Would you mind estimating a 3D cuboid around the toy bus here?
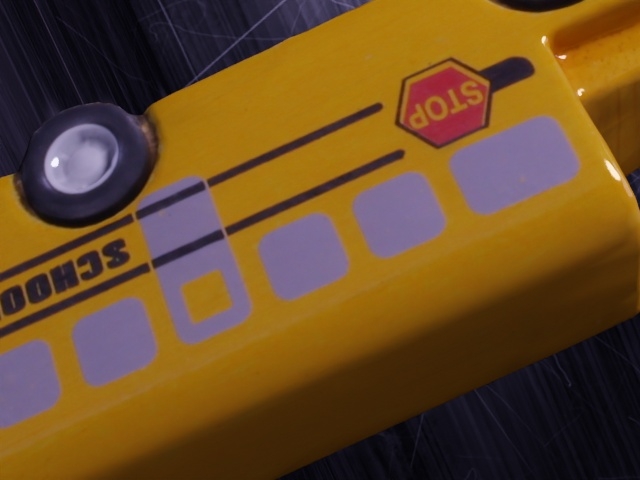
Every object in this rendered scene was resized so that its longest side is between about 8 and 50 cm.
[{"bbox_3d":[0.000,0.000,0.436,0.108,0.332,0.130,63,3,-60],"label":"toy bus"}]
